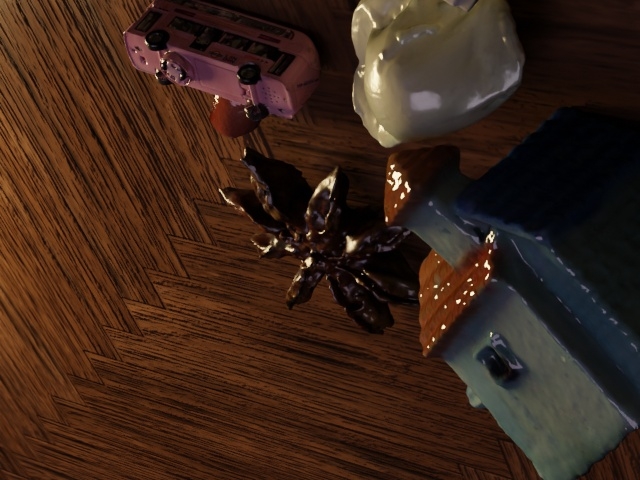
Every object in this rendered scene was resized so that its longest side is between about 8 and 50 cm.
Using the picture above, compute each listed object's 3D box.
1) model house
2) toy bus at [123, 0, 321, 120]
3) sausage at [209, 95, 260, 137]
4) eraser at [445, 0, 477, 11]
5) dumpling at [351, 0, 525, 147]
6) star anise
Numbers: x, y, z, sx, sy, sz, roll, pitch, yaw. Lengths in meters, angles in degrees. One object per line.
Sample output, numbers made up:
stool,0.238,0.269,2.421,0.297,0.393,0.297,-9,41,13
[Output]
model house,0.204,0.022,1.551,0.329,0.252,0.295,41,152,6
toy bus,-0.096,-0.185,1.693,0.203,0.090,0.063,20,146,25
sausage,-0.084,-0.145,1.767,0.054,0.059,0.094,16,146,-4
eraser,0.039,-0.315,1.380,0.279,0.081,0.124,34,150,4
dumpling,0.099,-0.168,1.510,0.229,0.124,0.151,-16,86,48
star anise,-0.001,0.000,1.859,0.288,0.088,0.288,28,150,18
